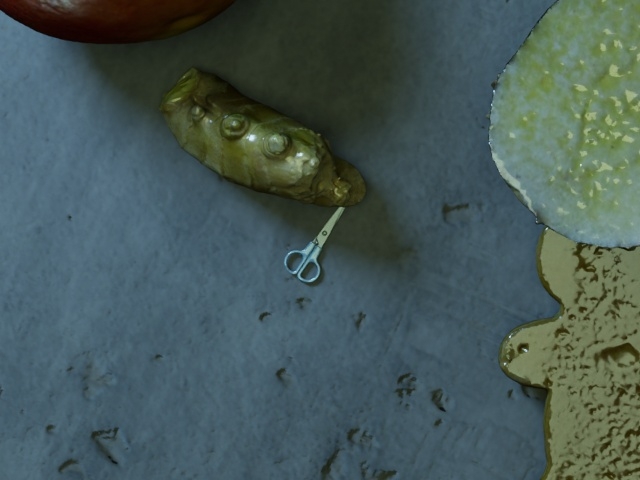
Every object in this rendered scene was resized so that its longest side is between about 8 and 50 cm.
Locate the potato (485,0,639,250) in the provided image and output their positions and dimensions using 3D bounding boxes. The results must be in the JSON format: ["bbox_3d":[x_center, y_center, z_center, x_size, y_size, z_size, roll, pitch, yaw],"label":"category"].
[{"bbox_3d":[0.284,-0.113,1.636,0.299,0.116,0.239,-44,82,-5],"label":"potato"}]

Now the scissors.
[{"bbox_3d":[0.000,0.000,1.735,0.036,0.006,0.083,35,98,-1],"label":"scissors"}]

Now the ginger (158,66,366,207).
[{"bbox_3d":[-0.057,-0.083,1.677,0.205,0.115,0.081,25,114,6],"label":"ginger"}]

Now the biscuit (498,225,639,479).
[{"bbox_3d":[0.259,0.110,1.699,0.197,0.049,0.301,-9,95,3],"label":"biscuit"}]

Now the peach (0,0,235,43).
[{"bbox_3d":[-0.178,-0.293,1.604,0.281,0.281,0.238,5,52,4],"label":"peach"}]
